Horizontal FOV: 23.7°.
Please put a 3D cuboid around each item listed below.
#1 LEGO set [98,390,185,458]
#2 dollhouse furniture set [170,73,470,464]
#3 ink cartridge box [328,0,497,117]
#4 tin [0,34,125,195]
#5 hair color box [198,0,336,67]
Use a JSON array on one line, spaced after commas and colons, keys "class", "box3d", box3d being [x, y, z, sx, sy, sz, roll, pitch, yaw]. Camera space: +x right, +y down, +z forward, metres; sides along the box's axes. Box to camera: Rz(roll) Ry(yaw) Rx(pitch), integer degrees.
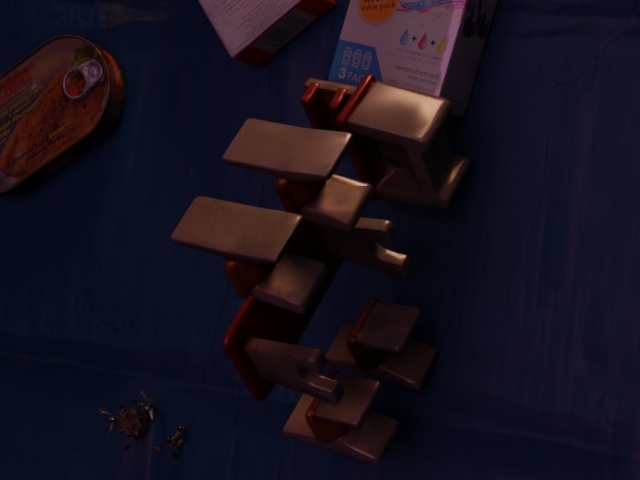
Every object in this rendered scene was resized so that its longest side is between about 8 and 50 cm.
[{"class": "LEGO set", "box3d": [-0.156, 0.165, 1.355, 0.083, 0.023, 0.054, 38, 105, 12]}, {"class": "dollhouse furniture set", "box3d": [0.000, 0.000, 1.175, 0.135, 0.262, 0.259, 12, 57, 30]}, {"class": "ink cartridge box", "box3d": [0.085, -0.201, 1.239, 0.104, 0.061, 0.181, 17, 92, 28]}, {"class": "tin", "box3d": [-0.264, -0.116, 1.430, 0.190, 0.040, 0.106, -31, 75, 22]}, {"class": "hair color box", "box3d": [-0.070, -0.246, 1.331, 0.093, 0.053, 0.167, -37, 71, 21]}]
